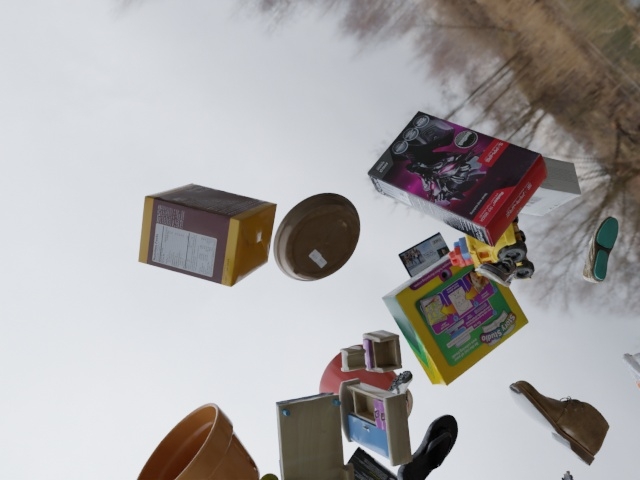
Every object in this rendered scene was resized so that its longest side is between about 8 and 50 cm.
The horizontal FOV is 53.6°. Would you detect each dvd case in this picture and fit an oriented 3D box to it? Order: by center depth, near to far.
[{"bbox_3d":[0.426,0.120,2.368,0.253,0.180,0.022,61,-178,1],"label":"dvd case"}]

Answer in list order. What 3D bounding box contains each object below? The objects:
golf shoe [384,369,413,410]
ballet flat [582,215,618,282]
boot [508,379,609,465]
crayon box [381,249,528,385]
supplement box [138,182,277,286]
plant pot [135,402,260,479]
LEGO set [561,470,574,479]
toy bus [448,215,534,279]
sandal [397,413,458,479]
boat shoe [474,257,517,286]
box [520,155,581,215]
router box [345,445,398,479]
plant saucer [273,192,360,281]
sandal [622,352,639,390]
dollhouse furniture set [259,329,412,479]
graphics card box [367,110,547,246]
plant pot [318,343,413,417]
[{"bbox_3d":[0.246,0.480,1.958,0.094,0.198,0.077,37,-144,7],"label":"golf shoe"},{"bbox_3d":[0.788,0.025,1.801,0.073,0.067,0.206,30,-109,-12],"label":"ballet flat"},{"bbox_3d":[0.560,0.399,1.484,0.305,0.115,0.112,41,176,-21],"label":"boot"},{"bbox_3d":[0.420,0.217,1.958,0.363,0.106,0.313,-30,-88,-22],"label":"crayon box"},{"bbox_3d":[-0.214,-0.018,1.224,0.194,0.129,0.191,14,-164,13],"label":"supplement box"},{"bbox_3d":[-0.288,0.581,1.571,0.203,0.291,0.291,46,-157,-16],"label":"plant pot"},{"bbox_3d":[0.775,0.804,1.867,0.182,0.244,0.060,23,180,42],"label":"LEGO set"},{"bbox_3d":[0.476,0.033,1.784,0.220,0.211,0.149,50,-153,-43],"label":"toy bus"},{"bbox_3d":[0.310,0.582,1.730,0.254,0.054,0.097,-42,-76,-34],"label":"sandal"},{"bbox_3d":[0.407,0.062,1.447,0.075,0.065,0.206,29,-174,26],"label":"boat shoe"},{"bbox_3d":[0.700,-0.174,2.040,0.182,0.181,0.119,6,-113,-24],"label":"box"},{"bbox_3d":[0.145,0.716,1.863,0.179,0.133,0.046,35,176,16],"label":"router box"},{"bbox_3d":[0.000,0.000,1.763,0.278,0.278,0.041,23,-167,-40],"label":"plant saucer"},{"bbox_3d":[0.549,0.233,0.973,0.102,0.076,0.265,58,-170,-1],"label":"sandal"},{"bbox_3d":[-0.005,0.342,1.278,0.303,0.198,0.286,-6,-90,-26],"label":"dollhouse furniture set"},{"bbox_3d":[0.326,-0.162,1.552,0.371,0.233,0.094,31,166,39],"label":"graphics card box"},{"bbox_3d":[0.170,0.533,2.184,0.275,0.275,0.243,24,-176,-39],"label":"plant pot"}]
